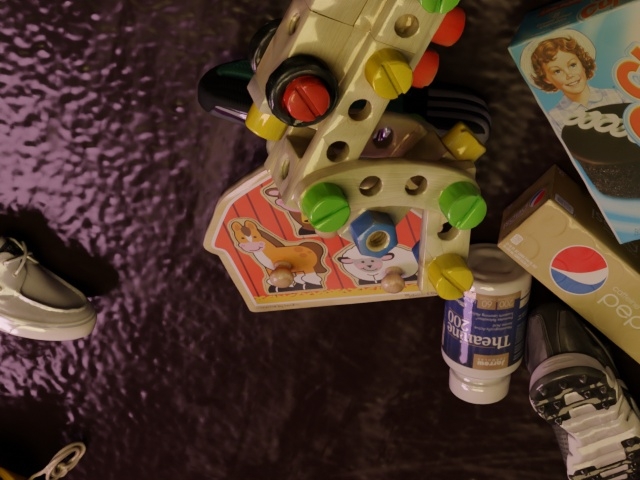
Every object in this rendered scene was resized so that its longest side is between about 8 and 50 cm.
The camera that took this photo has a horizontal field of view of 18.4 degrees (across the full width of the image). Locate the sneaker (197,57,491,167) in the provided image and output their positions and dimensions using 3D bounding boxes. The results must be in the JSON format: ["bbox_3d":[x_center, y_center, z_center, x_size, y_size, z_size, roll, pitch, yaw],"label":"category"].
[{"bbox_3d":[0.014,-0.072,1.506,0.223,0.083,0.098,10,127,4],"label":"sneaker"}]

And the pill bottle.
[{"bbox_3d":[0.131,0.068,1.574,0.067,0.067,0.120,7,122,7],"label":"pill bottle"}]

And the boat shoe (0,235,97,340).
[{"bbox_3d":[-0.269,0.024,1.634,0.184,0.066,0.063,24,124,7],"label":"boat shoe"}]

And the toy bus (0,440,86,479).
[{"bbox_3d":[-0.332,0.240,1.745,0.104,0.202,0.191,43,132,20],"label":"toy bus"}]

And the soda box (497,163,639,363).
[{"bbox_3d":[0.225,0.027,1.537,0.181,0.058,0.061,39,120,-13],"label":"soda box"}]

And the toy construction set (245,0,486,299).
[{"bbox_3d":[0.068,-0.131,1.354,0.215,0.151,0.328,17,101,-27],"label":"toy construction set"}]

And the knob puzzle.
[{"bbox_3d":[0.000,0.000,1.536,0.213,0.030,0.213,4,145,3],"label":"knob puzzle"}]

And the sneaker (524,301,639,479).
[{"bbox_3d":[0.216,0.125,1.588,0.078,0.106,0.234,-19,142,12],"label":"sneaker"}]

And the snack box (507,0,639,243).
[{"bbox_3d":[0.315,-0.123,1.394,0.322,0.060,0.187,-18,116,33],"label":"snack box"}]
